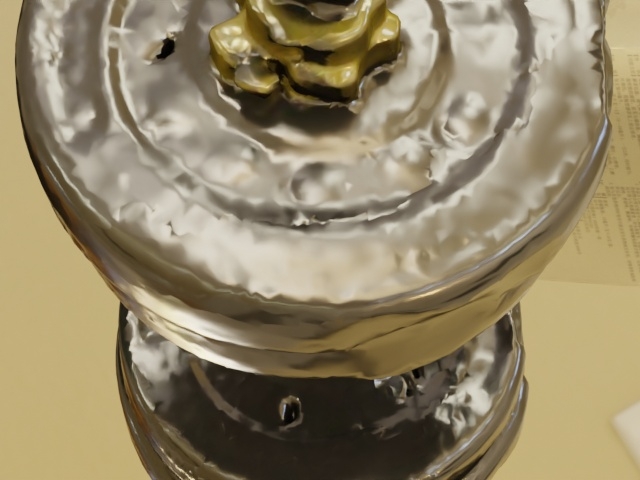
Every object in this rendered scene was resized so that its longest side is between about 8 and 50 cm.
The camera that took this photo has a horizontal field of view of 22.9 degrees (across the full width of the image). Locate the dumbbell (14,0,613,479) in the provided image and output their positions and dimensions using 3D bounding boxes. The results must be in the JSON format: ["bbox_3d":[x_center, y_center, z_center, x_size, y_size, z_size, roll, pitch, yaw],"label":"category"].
[{"bbox_3d":[0.000,0.000,0.588,0.185,0.185,0.388,-28,157,-12],"label":"dumbbell"}]

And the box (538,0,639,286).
[{"bbox_3d":[0.197,-0.071,0.999,0.095,0.168,0.212,-63,146,-36],"label":"box"}]
